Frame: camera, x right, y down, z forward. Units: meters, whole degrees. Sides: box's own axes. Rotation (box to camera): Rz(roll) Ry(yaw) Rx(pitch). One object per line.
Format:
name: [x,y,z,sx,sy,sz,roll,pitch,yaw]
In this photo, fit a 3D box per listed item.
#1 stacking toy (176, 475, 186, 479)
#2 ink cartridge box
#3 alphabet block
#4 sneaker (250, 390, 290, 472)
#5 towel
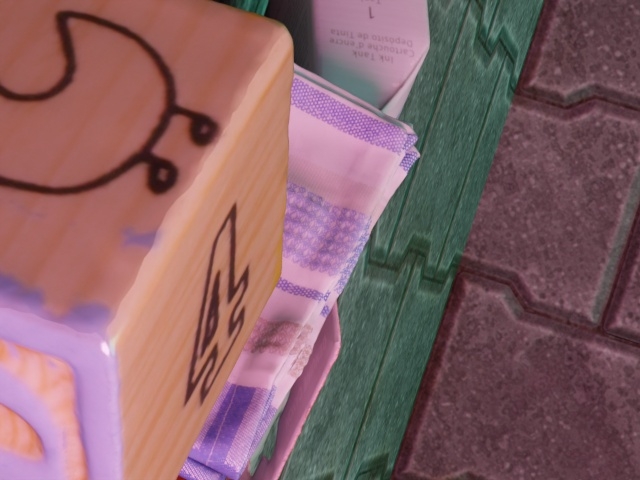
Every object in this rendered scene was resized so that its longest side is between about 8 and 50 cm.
stacking toy: [-0.110,0.081,1.317,0.330,0.141,0.141,102,12,-45]
ink cartridge box: [0.000,0.000,1.336,0.308,0.091,0.385,113,-21,-49]
alphabet block: [-0.135,0.004,0.900,0.193,0.192,0.197,97,14,-51]
sneaker: [-0.088,0.159,1.589,0.290,0.106,0.123,89,20,-63]
towel: [-0.080,-0.014,1.091,0.285,0.209,0.034,-61,179,-40]
